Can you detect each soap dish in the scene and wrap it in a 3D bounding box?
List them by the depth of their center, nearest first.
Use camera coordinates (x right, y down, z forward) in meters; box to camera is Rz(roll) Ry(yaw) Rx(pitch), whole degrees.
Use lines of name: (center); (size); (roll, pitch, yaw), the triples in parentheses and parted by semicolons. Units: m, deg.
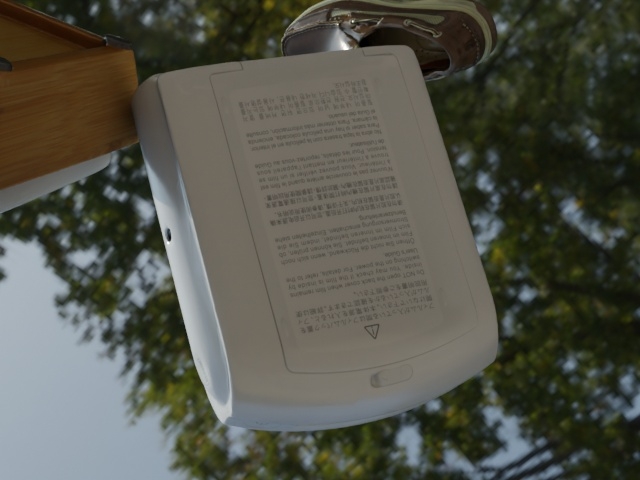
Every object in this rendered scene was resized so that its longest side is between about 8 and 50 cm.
soap dish: (-0.285, -0.123, 1.071); (0.228, 0.118, 0.291); (23, -164, 10)

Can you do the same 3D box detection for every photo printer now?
photo printer: (0.000, 0.000, 1.137); (0.256, 0.107, 0.308); (-10, -107, -21)

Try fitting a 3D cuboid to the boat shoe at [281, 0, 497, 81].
boat shoe: (0.051, -0.203, 1.435); (0.095, 0.257, 0.095); (-45, -57, -42)
